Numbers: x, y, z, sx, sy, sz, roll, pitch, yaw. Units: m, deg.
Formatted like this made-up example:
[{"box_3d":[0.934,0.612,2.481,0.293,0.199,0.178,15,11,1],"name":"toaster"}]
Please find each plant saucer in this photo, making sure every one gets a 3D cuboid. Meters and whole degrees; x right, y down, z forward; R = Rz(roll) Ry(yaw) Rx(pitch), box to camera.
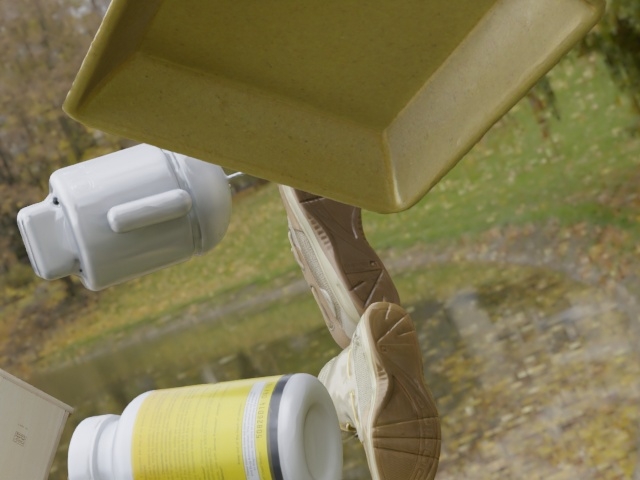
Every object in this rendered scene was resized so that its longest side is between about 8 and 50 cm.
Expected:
[{"box_3d":[-0.002,-0.170,0.950,0.333,0.081,0.333,16,-34,-20],"name":"plant saucer"}]

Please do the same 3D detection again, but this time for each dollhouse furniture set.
[{"box_3d":[-0.491,0.395,1.810,0.303,0.286,0.198,-43,24,34],"name":"dollhouse furniture set"}]

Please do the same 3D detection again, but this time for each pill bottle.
[{"box_3d":[-0.084,0.155,0.853,0.184,0.103,0.103,-9,7,19],"name":"pill bottle"}]

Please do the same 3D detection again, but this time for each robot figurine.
[{"box_3d":[-0.291,-0.045,1.865,0.353,0.199,0.300,-19,11,-19],"name":"robot figurine"}]

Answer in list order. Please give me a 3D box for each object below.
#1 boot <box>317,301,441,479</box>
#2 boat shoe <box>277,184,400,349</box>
[{"box_3d":[0.061,0.236,1.504,0.095,0.262,0.203,5,-32,-23],"name":"boot"},{"box_3d":[0.000,0.000,1.730,0.122,0.341,0.110,1,-35,-35],"name":"boat shoe"}]
